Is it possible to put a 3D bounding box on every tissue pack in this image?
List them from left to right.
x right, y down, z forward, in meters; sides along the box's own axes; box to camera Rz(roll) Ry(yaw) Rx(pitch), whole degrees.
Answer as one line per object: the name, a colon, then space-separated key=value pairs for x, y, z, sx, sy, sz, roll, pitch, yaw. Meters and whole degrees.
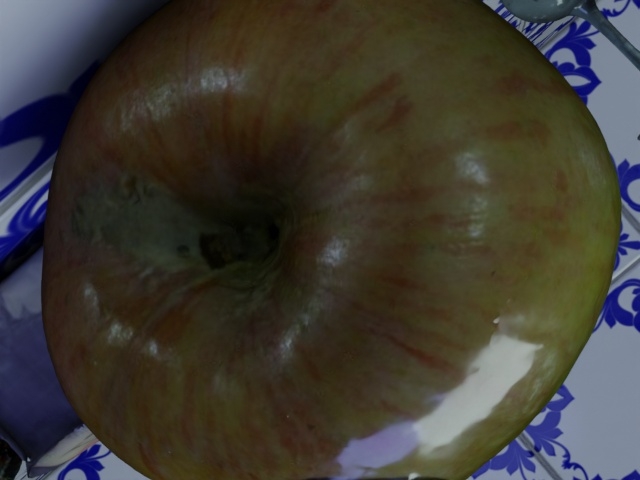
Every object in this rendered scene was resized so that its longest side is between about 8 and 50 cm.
tissue pack: x=-0.058 y=-0.008 z=0.731 sx=0.343 sy=0.125 sz=0.242 roll=-41 pitch=177 yaw=12

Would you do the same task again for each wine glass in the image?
wine glass: x=0.182 y=-0.164 z=0.774 sx=0.079 sy=0.195 sz=0.079 roll=-43 pitch=175 yaw=-5

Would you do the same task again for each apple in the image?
apple: x=0.000 y=0.000 z=0.487 sx=0.261 sy=0.261 sz=0.194 roll=-42 pitch=162 yaw=19

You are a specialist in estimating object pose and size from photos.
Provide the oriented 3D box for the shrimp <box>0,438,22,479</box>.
shrimp: x=-0.407 y=0.266 z=1.027 sx=0.365 sy=0.071 sz=0.233 roll=-36 pitch=174 yaw=27
